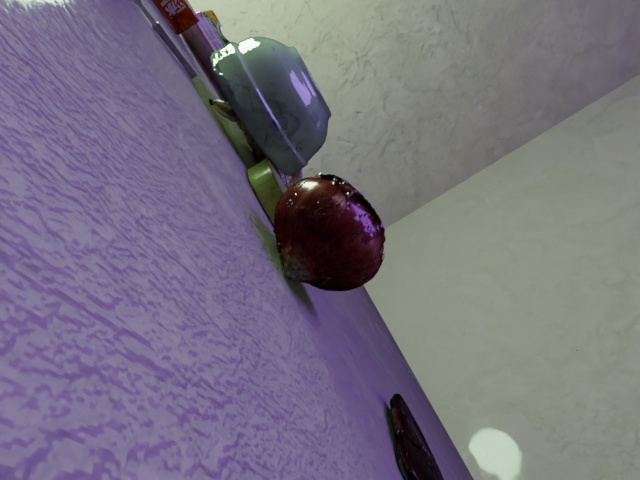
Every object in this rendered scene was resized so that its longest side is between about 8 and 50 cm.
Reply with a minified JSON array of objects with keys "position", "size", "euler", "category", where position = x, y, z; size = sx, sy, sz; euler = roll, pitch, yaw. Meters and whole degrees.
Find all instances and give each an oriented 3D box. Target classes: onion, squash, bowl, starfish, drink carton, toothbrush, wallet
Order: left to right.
[{"position":[-0.382,-0.613,1.000],"size":[0.223,0.071,0.096],"euler":[56,4,-42],"category":"drink carton"},{"position":[-0.283,-0.371,0.762],"size":[0.017,0.014,0.194],"euler":[61,4,37],"category":"toothbrush"},{"position":[-0.134,-0.230,1.104],"size":[0.324,0.082,0.432],"euler":[60,7,-16],"category":"starfish"},{"position":[-0.087,-0.310,0.937],"size":[0.307,0.163,0.307],"euler":[58,8,-13],"category":"bowl"},{"position":[-0.061,-0.042,0.853],"size":[0.252,0.049,0.252],"euler":[60,2,-3],"category":"squash"},{"position":[0.000,0.000,0.606],"size":[0.147,0.184,0.184],"euler":[-42,104,-43],"category":"onion"},{"position":[0.152,0.334,0.658],"size":[0.137,0.031,0.255],"euler":[59,4,1],"category":"wallet"}]

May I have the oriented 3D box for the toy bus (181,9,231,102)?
[{"position":[-0.278,-0.503,1.205],"size":[0.274,0.090,0.112],"euler":[56,34,-12],"category":"toy bus"}]
